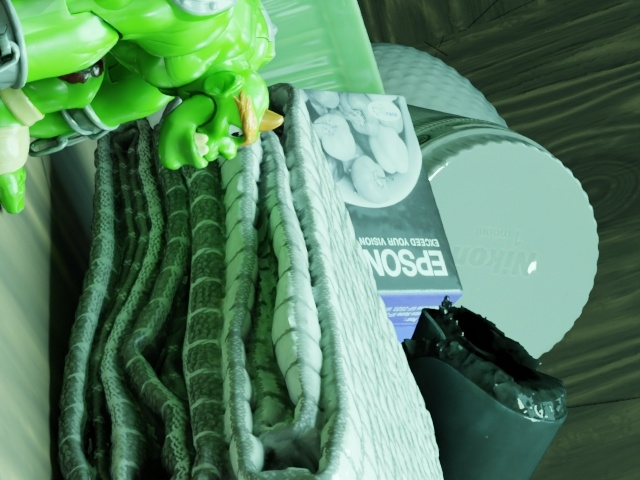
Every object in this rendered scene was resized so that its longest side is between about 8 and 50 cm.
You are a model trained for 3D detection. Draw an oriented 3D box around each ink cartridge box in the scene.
[{"bbox_3d":[0.000,0.000,1.160,0.206,0.045,0.208,0,68,-44],"label":"ink cartridge box"}]

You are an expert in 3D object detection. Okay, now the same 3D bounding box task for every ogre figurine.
[{"bbox_3d":[-0.078,-0.068,0.625,0.197,0.118,0.097,63,10,-67],"label":"ogre figurine"}]

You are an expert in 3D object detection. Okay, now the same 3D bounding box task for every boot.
[{"bbox_3d":[0.058,0.163,0.939,0.207,0.094,0.246,-62,-160,19],"label":"boot"}]

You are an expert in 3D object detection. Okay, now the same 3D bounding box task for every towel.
[{"bbox_3d":[-0.023,0.093,0.759,0.284,0.121,0.235,-100,170,-54],"label":"towel"}]

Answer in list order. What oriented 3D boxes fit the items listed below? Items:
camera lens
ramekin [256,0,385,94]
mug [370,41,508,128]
[{"bbox_3d":[0.094,-0.007,1.602,0.274,0.219,0.219,22,-47,66],"label":"camera lens"},{"bbox_3d":[-0.054,-0.235,1.566,0.303,0.148,0.303,-17,90,-87],"label":"ramekin"},{"bbox_3d":[0.082,-0.036,2.126,0.328,0.276,0.374,-114,-148,-46],"label":"mug"}]
